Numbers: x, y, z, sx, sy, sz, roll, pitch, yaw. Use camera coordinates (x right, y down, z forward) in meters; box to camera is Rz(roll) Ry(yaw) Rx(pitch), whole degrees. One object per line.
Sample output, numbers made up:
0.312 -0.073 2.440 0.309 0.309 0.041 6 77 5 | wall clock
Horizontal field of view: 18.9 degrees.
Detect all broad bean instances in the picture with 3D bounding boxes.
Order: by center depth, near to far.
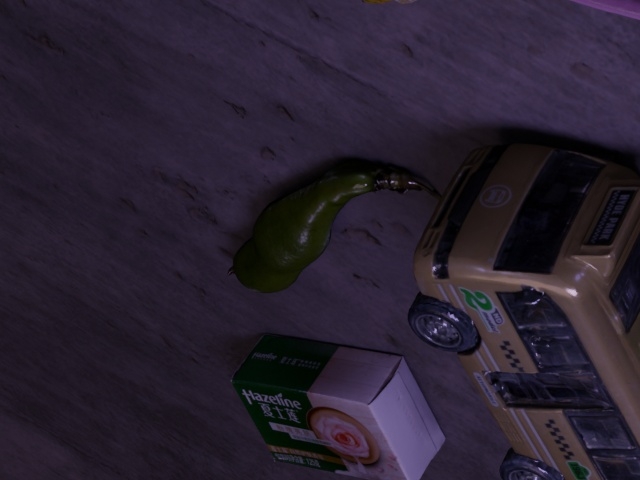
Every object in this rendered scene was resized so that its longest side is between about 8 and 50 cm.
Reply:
-0.007 -0.008 1.865 0.098 0.056 0.318 47 144 -15 | broad bean

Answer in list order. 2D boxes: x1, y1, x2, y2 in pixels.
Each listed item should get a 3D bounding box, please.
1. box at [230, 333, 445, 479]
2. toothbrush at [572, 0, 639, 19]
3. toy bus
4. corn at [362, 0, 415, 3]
0.018 0.182 2.063 0.199 0.081 0.135 4 136 37 | box
0.280 -0.161 1.431 0.286 0.020 0.025 20 151 24 | toothbrush
0.233 0.089 1.658 0.202 0.177 0.365 0 137 38 | toy bus
0.019 -0.277 1.475 0.080 0.080 0.238 1 135 43 | corn
